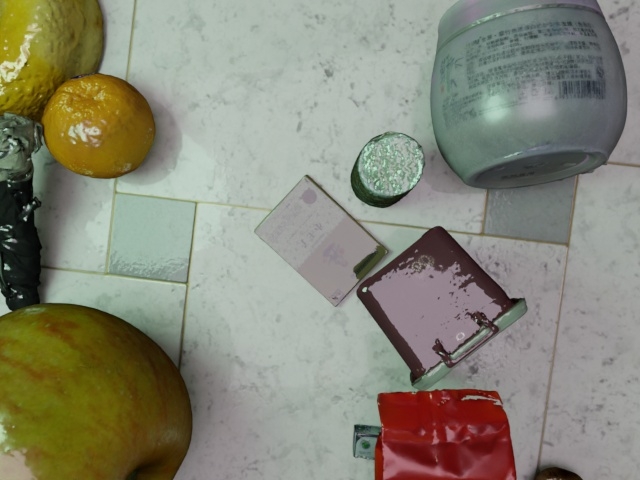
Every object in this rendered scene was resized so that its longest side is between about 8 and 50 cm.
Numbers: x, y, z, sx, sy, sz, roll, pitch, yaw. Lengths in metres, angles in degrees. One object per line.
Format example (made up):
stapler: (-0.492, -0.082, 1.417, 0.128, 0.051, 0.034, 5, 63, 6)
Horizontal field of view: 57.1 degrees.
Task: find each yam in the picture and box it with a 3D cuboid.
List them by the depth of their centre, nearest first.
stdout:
yam: (0.104, -0.110, 0.931, 0.108, 0.194, 0.107, 0, 90, 0)

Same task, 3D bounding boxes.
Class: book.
book: (0.000, 0.000, 1.026, 0.199, 0.016, 0.138, 43, 93, 1)

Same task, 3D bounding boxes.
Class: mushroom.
mushroom: (0.386, 0.438, 0.988, 0.130, 0.073, 0.088, -34, 106, -30)

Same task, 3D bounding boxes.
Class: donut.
donut: (-0.572, -0.381, 0.969, 0.378, 0.163, 0.434, -9, 91, 2)

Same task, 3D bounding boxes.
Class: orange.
orange: (-0.362, -0.186, 0.965, 0.178, 0.155, 0.177, 5, 47, -5)

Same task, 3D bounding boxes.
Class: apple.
apple: (-0.376, 0.288, 0.860, 0.334, 0.400, 0.399, 7, 92, 24)

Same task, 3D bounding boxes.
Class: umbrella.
umbrella: (-0.504, -0.031, 0.949, 0.113, 0.106, 0.357, 11, 117, 5)

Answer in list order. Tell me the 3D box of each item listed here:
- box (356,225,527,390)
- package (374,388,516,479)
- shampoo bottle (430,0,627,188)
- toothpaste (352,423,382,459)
box: (0.169, 0.098, 0.895, 0.193, 0.294, 0.167, -40, 79, 2)
package: (0.175, 0.400, 0.895, 0.196, 0.123, 0.423, -2, 125, -1)
shampoo bottle: (0.302, -0.227, 0.880, 0.273, 0.273, 0.266, -3, 82, 3)
toothpaste: (0.154, 0.356, 1.018, 0.197, 0.040, 0.047, 5, 96, 3)
